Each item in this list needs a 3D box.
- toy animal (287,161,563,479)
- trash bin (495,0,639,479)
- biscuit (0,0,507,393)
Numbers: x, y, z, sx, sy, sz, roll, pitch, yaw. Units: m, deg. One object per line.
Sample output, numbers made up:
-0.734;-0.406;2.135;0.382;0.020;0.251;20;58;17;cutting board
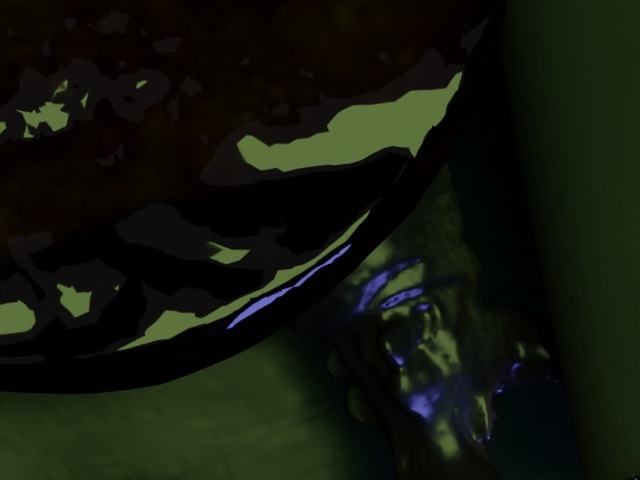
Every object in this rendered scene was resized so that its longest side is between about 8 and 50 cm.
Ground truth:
0.015;-0.006;0.950;0.343;0.106;0.168;48;64;-1;toy animal
0.212;-0.105;0.906;0.280;0.280;0.432;-5;77;-13;trash bin
-0.120;-0.127;0.852;0.407;0.091;0.407;0;74;-1;biscuit
